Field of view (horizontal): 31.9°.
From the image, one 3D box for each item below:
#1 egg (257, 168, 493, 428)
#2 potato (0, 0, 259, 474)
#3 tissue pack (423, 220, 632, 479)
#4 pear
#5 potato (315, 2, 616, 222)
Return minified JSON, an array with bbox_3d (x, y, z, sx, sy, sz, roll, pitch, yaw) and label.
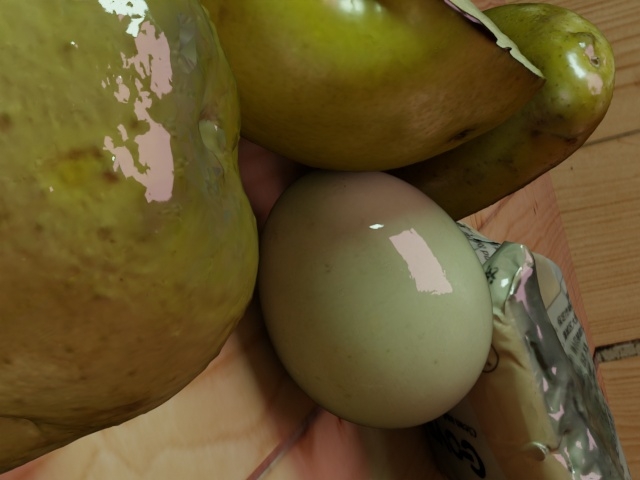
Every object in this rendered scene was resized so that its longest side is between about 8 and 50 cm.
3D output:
[{"bbox_3d":[0.043,0.047,0.937,0.188,0.188,0.254,-81,152,-47],"label":"egg"},{"bbox_3d":[-0.133,-0.027,0.491,0.242,0.242,0.285,-35,112,-69],"label":"potato"},{"bbox_3d":[0.210,0.160,1.188,0.375,0.195,0.390,-138,-153,-77],"label":"tissue pack"},{"bbox_3d":[-0.014,-0.165,0.842,0.340,0.191,0.386,39,18,-5],"label":"pear"},{"bbox_3d":[0.119,-0.110,1.049,0.195,0.369,0.176,-43,103,-38],"label":"potato"}]
